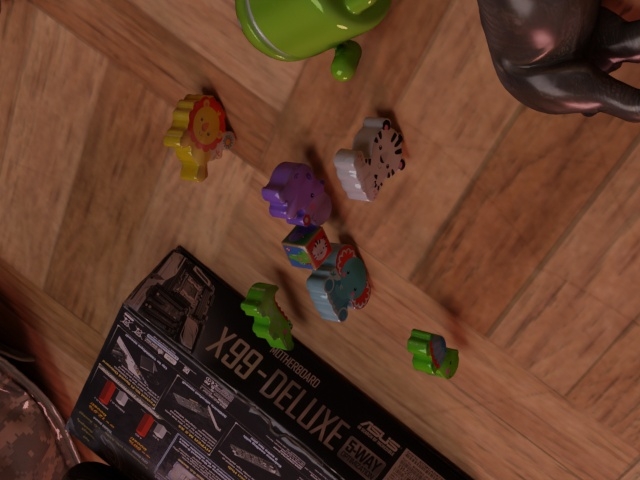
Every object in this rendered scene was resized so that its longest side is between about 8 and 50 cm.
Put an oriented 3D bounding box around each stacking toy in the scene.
[{"bbox_3d":[0.000,0.000,1.112,0.167,0.052,0.221,10,136,38],"label":"stacking toy"}]

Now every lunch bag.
[{"bbox_3d":[-0.377,0.157,1.518,0.235,0.169,0.287,16,142,31],"label":"lunch bag"}]

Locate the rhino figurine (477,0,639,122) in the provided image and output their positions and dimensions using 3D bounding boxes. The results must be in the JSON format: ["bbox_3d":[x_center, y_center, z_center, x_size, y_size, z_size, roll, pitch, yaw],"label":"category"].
[{"bbox_3d":[0.107,-0.165,0.817,0.106,0.073,0.243,-2,125,40],"label":"rhino figurine"}]

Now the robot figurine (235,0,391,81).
[{"bbox_3d":[-0.004,-0.144,0.943,0.115,0.067,0.101,-17,117,50],"label":"robot figurine"}]

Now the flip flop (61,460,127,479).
[{"bbox_3d":[-0.161,0.275,1.445,0.112,0.080,0.277,38,170,24],"label":"flip flop"}]

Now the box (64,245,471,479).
[{"bbox_3d":[-0.050,0.178,1.317,0.307,0.076,0.242,38,145,5],"label":"box"}]
